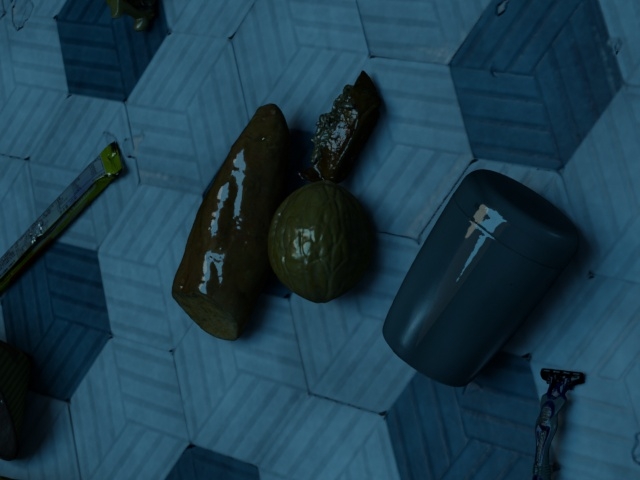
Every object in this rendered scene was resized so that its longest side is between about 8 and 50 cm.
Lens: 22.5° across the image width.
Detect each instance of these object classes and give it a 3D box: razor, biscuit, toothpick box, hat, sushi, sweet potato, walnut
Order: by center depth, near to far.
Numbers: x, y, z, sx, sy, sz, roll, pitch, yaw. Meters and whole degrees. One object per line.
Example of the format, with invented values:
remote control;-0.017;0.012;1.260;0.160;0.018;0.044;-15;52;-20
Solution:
razor;0.201;0.191;1.436;0.044;0.028;0.154;5;84;38
toothpick box;0.139;0.039;1.458;0.120;0.120;0.184;44;111;35
walnut;0.000;0.000;1.589;0.105;0.105;0.124;0;78;38
sushi;0.022;-0.112;1.623;0.055;0.052;0.120;32;104;22
sweet potato;-0.083;-0.020;1.659;0.097;0.097;0.251;21;96;39
hat;-0.370;0.153;1.865;0.193;0.082;0.193;38;142;37
biscuit;-0.331;-0.008;1.893;0.292;0.026;0.048;-42;54;24

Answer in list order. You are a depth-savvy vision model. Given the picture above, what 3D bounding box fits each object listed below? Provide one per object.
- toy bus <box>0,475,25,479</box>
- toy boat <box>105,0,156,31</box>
toy bus;-0.425;0.313;1.841;0.336;0.123;0.121;2;84;39
toy boat;-0.202;-0.353;1.838;0.088;0.068;0.226;-1;78;33
